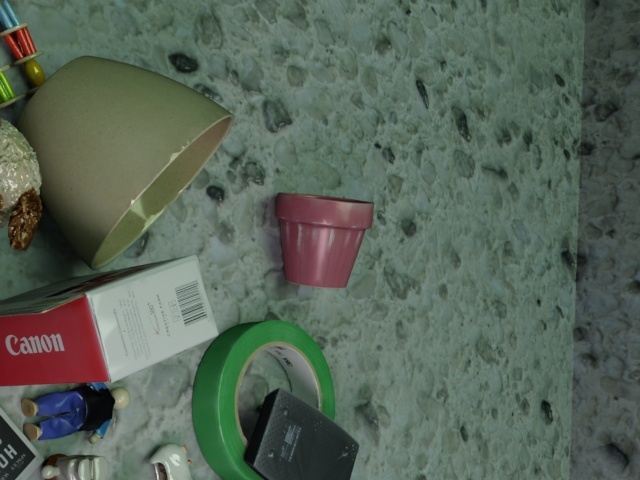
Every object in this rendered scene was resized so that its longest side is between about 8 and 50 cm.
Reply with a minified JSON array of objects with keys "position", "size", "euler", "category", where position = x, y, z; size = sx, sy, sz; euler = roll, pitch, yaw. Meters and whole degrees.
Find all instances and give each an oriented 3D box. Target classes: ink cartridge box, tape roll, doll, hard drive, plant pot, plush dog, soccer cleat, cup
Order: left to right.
[{"position":[-0.481,-0.091,1.292],"size":[0.210,0.225,0.262],"euler":[-45,116,-43],"category":"plush dog"},{"position":[-0.359,0.130,1.324],"size":[0.272,0.310,0.130],"euler":[-20,98,-48],"category":"ink cartridge box"},{"position":[-0.384,0.265,1.469],"size":[0.189,0.046,0.129],"euler":[-3,86,-49],"category":"doll"},{"position":[-0.332,-0.153,1.448],"size":[0.237,0.331,0.331],"euler":[43,47,-1],"category":"cup"},{"position":[-0.240,0.447,1.587],"size":[0.076,0.068,0.196],"euler":[-28,96,-43],"category":"soccer cleat"},{"position":[-0.103,0.315,1.759],"size":[0.321,0.077,0.321],"euler":[13,72,-46],"category":"tape roll"},{"position":[-0.035,0.402,1.718],"size":[0.255,0.054,0.172],"euler":[42,54,-36],"category":"hard drive"},{"position":[0.000,0.000,1.869],"size":[0.201,0.201,0.180],"euler":[2,97,-49],"category":"plant pot"}]

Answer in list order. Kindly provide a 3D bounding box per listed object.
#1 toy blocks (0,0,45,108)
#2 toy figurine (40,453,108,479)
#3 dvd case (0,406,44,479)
[{"position":[-0.499,-0.296,1.445],"size":[0.123,0.054,0.148],"euler":[-41,113,-45],"category":"toy blocks"},{"position":[-0.372,0.437,1.381],"size":[0.209,0.148,0.213],"euler":[49,51,-23],"category":"toy figurine"},{"position":[-0.529,0.298,1.309],"size":[0.238,0.030,0.179],"euler":[58,46,-22],"category":"dvd case"}]
